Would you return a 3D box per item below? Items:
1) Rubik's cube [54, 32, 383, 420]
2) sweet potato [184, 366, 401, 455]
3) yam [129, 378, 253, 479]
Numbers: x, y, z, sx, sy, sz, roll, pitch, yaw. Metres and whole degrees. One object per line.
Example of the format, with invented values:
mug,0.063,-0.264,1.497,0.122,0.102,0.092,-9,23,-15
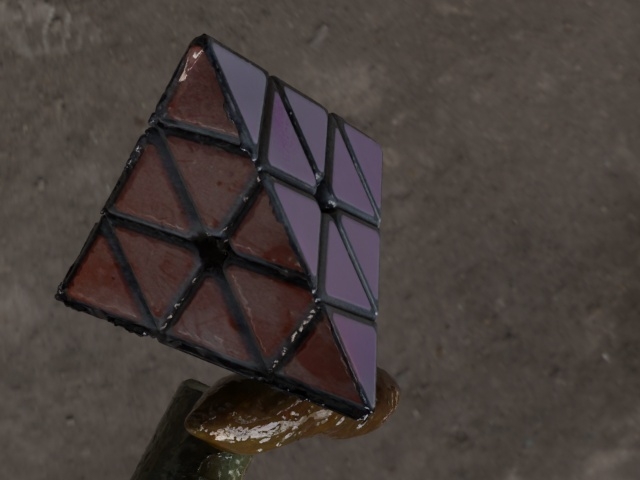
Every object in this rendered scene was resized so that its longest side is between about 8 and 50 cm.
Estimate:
Rubik's cube,0.000,0.000,0.844,0.190,0.178,0.211,49,134,9
sweet potato,-0.002,0.094,0.894,0.065,0.051,0.218,-30,163,31
yam,-0.083,0.153,0.951,0.069,0.069,0.146,37,63,-26
